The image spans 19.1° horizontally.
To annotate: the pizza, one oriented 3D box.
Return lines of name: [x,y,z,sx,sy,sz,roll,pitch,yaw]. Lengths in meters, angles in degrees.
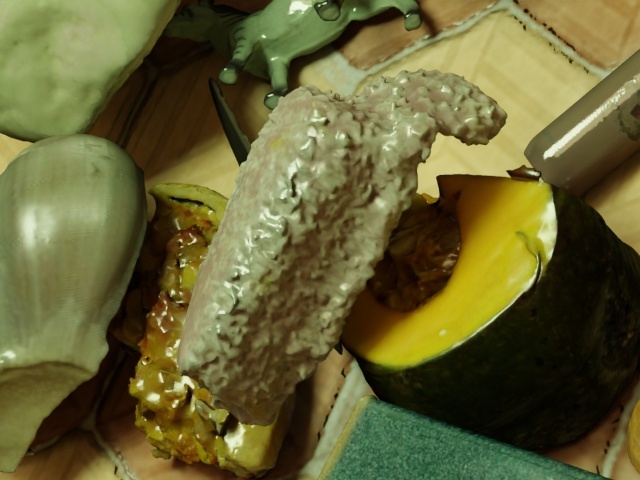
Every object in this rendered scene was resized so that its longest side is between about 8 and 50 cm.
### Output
pizza: [-0.094,0.061,1.407,0.161,0.085,0.305,-38,43,13]

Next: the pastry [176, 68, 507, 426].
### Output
pastry: [-0.008,-0.008,1.179,0.265,0.112,0.103,-54,30,6]

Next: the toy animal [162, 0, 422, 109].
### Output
toy animal: [-0.025,-0.182,1.534,0.217,0.073,0.176,-27,33,16]

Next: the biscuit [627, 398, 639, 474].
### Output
biscuit: [0.275,0.082,1.026,0.250,0.036,0.165,-14,37,-26]

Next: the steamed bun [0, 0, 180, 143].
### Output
steamed bun: [-0.226,-0.219,1.547,0.275,0.206,0.320,-61,12,-14]

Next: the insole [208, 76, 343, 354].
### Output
insole: [-0.036,-0.023,1.410,0.007,0.111,0.328,-20,38,-7]

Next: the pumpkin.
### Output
pumpkin: [0.099,0.002,1.256,0.190,0.139,0.280,-35,48,21]

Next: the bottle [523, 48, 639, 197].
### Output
bottle: [0.206,-0.087,1.294,0.140,0.053,0.053,-40,44,9]

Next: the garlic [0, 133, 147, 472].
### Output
garlic: [-0.226,0.035,1.457,0.210,0.237,0.292,-5,46,1]

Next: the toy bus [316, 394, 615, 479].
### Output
toy bus: [0.125,0.197,1.080,0.275,0.167,0.138,16,72,43]
